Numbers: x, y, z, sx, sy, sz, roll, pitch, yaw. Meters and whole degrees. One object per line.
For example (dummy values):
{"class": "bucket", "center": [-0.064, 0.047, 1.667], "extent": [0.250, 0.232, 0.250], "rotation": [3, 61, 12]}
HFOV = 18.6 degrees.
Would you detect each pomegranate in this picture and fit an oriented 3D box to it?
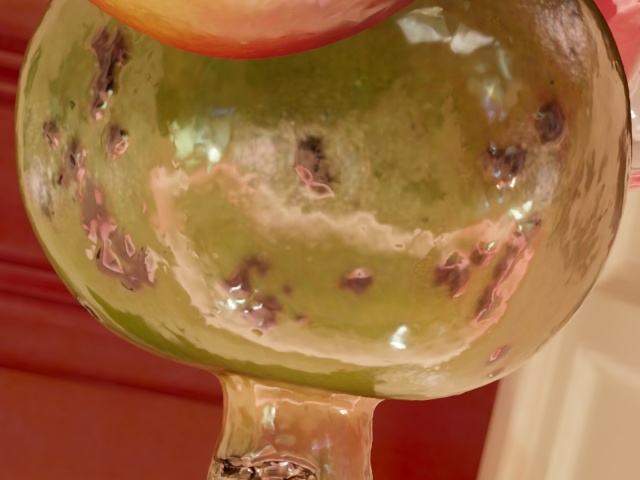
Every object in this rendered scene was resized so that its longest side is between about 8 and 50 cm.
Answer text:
{"class": "pomegranate", "center": [-0.015, -0.015, 0.918], "extent": [0.291, 0.323, 0.291], "rotation": [25, 169, 5]}

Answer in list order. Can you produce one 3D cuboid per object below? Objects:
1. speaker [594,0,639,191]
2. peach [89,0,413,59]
{"class": "speaker", "center": [0.173, -0.176, 1.185], "extent": [0.294, 0.294, 0.294], "rotation": [13, -175, -1]}
{"class": "peach", "center": [-0.024, -0.153, 0.665], "extent": [0.197, 0.197, 0.197], "rotation": [13, -175, -1]}
